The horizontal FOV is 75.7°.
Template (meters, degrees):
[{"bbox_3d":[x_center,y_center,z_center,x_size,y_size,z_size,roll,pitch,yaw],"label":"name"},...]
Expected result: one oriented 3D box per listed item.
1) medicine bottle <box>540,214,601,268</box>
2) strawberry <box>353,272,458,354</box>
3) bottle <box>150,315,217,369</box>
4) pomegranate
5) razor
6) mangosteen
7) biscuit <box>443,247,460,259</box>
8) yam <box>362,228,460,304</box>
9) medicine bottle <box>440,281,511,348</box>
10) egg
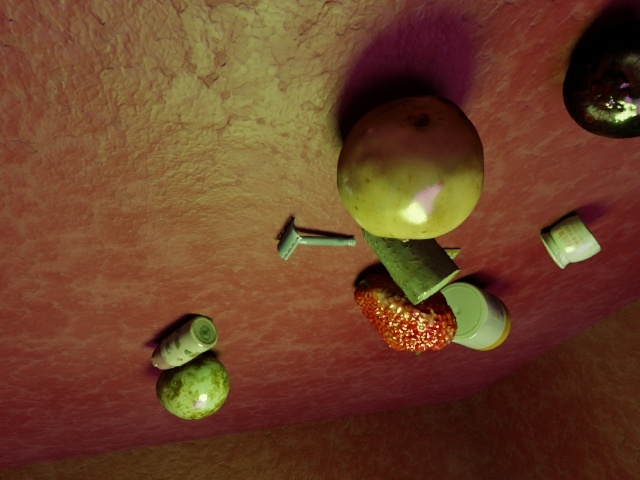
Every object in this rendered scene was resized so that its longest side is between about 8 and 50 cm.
[{"bbox_3d":[0.851,0.005,1.409,0.143,0.148,0.147,-35,141,29],"label":"medicine bottle"},{"bbox_3d":[0.284,0.228,1.408,0.351,0.267,0.312,35,162,-13],"label":"strawberry"},{"bbox_3d":[-0.478,0.362,1.417,0.253,0.121,0.120,-32,142,25],"label":"bottle"},{"bbox_3d":[0.186,-0.132,0.848,0.318,0.319,0.319,-10,145,-7],"label":"pomegranate"},{"bbox_3d":[0.000,0.000,1.164,0.231,0.068,0.106,2,143,-34],"label":"razor"},{"bbox_3d":[0.632,-0.327,0.835,0.265,0.228,0.228,-29,155,-34],"label":"mangosteen"},{"bbox_3d":[0.390,0.101,1.479,0.138,0.016,0.232,0,143,-22],"label":"biscuit"},{"bbox_3d":[0.249,0.037,1.142,0.161,0.268,0.161,-24,149,-16],"label":"yam"},{"bbox_3d":[0.599,0.302,1.643,0.237,0.238,0.231,-37,138,28],"label":"medicine bottle"},{"bbox_3d":[-0.492,0.558,1.580,0.289,0.239,0.238,-7,149,22],"label":"egg"}]
